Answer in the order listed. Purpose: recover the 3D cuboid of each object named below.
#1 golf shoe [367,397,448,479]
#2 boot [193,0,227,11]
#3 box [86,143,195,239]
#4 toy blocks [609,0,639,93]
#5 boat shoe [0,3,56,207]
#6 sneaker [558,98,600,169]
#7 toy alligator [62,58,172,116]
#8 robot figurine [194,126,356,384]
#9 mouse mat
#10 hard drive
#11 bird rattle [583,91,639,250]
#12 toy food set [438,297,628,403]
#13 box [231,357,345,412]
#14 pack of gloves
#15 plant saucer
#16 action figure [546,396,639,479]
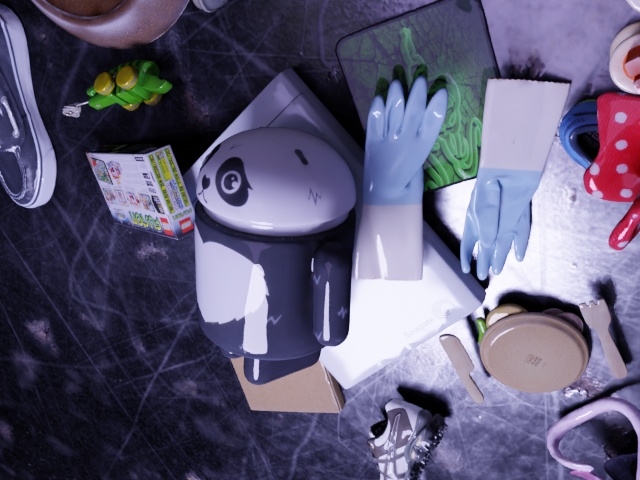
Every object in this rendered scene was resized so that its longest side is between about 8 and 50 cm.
[{"bbox_3d":[0.107,0.305,0.890,0.094,0.077,0.198,31,119,22],"label":"golf shoe"},{"bbox_3d":[-0.022,-0.293,0.632,0.209,0.076,0.189,25,127,5],"label":"boot"},{"bbox_3d":[-0.240,-0.069,0.822,0.207,0.036,0.114,12,125,50],"label":"box"},{"bbox_3d":[0.265,-0.174,0.497,0.054,0.148,0.123,10,119,22],"label":"toy blocks"},{"bbox_3d":[-0.464,-0.176,0.886,0.108,0.102,0.301,15,122,19],"label":"boat shoe"},{"bbox_3d":[0.316,-0.057,0.578,0.209,0.082,0.069,33,124,5],"label":"sneaker"},{"bbox_3d":[-0.267,-0.203,0.809,0.190,0.056,0.051,-4,72,29],"label":"toy alligator"},{"bbox_3d":[-0.053,0.017,0.674,0.209,0.173,0.278,11,116,12],"label":"robot figurine"},{"bbox_3d":[0.114,-0.144,0.653,0.153,0.007,0.189,-16,109,16],"label":"mouse mat"},{"bbox_3d":[0.000,0.000,0.774,0.233,0.047,0.353,-39,95,30],"label":"hard drive"},{"bbox_3d":[0.327,-0.045,0.477,0.143,0.254,0.206,41,161,51],"label":"bird rattle"},{"bbox_3d":[0.253,0.127,0.741,0.192,0.038,0.132,-18,114,27],"label":"toy food set"},{"bbox_3d":[-0.066,0.170,0.925,0.165,0.021,0.201,-7,113,28],"label":"box"},{"bbox_3d":[0.138,-0.064,0.666,0.195,0.046,0.232,2,118,-5],"label":"pack of gloves"},{"bbox_3d":[-0.280,-0.378,0.721,0.311,0.050,0.310,12,121,22],"label":"plant saucer"},{"bbox_3d":[0.373,0.329,0.577,0.276,0.370,0.248,41,126,3],"label":"action figure"}]
